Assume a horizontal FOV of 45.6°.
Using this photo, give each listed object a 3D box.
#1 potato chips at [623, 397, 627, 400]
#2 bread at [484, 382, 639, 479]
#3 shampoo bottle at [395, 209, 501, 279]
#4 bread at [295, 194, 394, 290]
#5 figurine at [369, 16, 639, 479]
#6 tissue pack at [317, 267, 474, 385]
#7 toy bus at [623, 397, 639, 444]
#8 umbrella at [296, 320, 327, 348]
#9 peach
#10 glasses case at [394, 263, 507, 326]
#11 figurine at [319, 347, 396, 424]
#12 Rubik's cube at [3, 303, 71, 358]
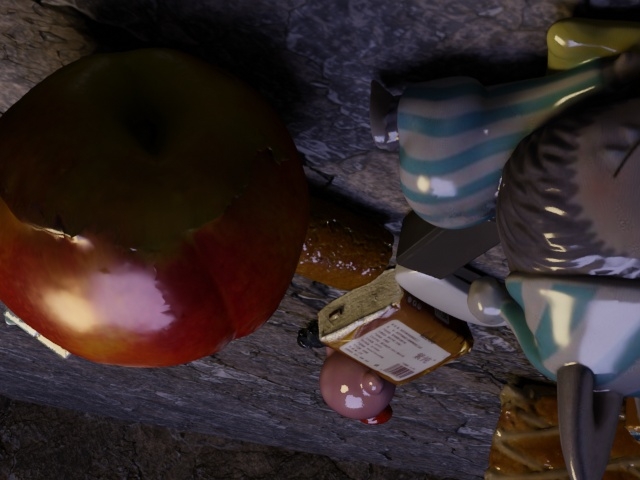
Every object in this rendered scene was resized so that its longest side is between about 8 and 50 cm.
[{"bbox_3d":[0.653,0.269,1.416,0.167,0.059,0.228,10,158,-19],"label":"potato chips"},{"bbox_3d":[0.557,0.524,1.650,0.390,0.371,0.279,10,161,15],"label":"bread"},{"bbox_3d":[0.169,-0.017,0.982,0.079,0.080,0.246,19,155,-11],"label":"shampoo bottle"},{"bbox_3d":[0.000,0.000,1.074,0.172,0.103,0.132,23,155,-25],"label":"bread"},{"bbox_3d":[0.210,0.020,0.681,0.362,0.377,0.266,-2,152,27],"label":"figurine"},{"bbox_3d":[0.130,0.154,1.313,0.183,0.092,0.226,-34,131,25],"label":"tissue pack"},{"bbox_3d":[0.539,0.223,1.187,0.098,0.200,0.114,-11,145,43],"label":"toy bus"},{"bbox_3d":[0.017,0.193,1.556,0.071,0.080,0.224,-15,174,-29],"label":"umbrella"},{"bbox_3d":[-0.181,-0.019,0.821,0.370,0.370,0.370,10,156,5],"label":"peach"},{"bbox_3d":[0.218,0.082,1.205,0.233,0.059,0.092,25,155,-28],"label":"glasses case"},{"bbox_3d":[0.079,0.295,1.631,0.173,0.173,0.173,10,156,5],"label":"figurine"},{"bbox_3d":[-0.390,0.054,1.208,0.224,0.265,0.213,-3,166,-31],"label":"Rubik's cube"}]
